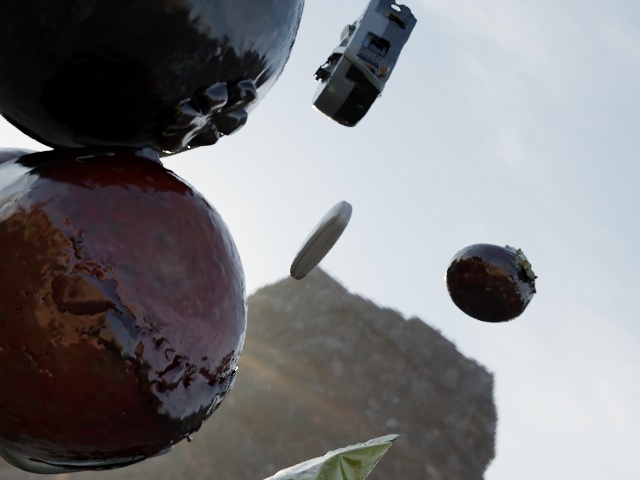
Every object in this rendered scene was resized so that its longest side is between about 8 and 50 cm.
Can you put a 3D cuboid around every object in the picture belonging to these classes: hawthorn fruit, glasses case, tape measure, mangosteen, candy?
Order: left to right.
[{"bbox_3d":[-0.209,0.050,0.911,0.316,0.316,0.316,35,-20,14],"label":"hawthorn fruit"},{"bbox_3d":[-0.220,-0.291,1.049,0.435,0.382,0.382,57,-15,14],"label":"mangosteen"},{"bbox_3d":[-0.024,0.324,1.278,0.187,0.297,0.081,-26,-87,29],"label":"candy"},{"bbox_3d":[0.000,0.000,1.667,0.041,0.063,0.164,32,-62,-12],"label":"glasses case"},{"bbox_3d":[0.058,-0.272,1.577,0.107,0.181,0.182,31,-23,-9],"label":"tape measure"}]

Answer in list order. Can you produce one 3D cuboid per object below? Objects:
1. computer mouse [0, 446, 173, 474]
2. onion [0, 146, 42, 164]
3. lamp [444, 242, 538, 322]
[{"bbox_3d":[-0.394,0.321,1.684,0.331,0.095,0.197,-2,27,-42],"label":"computer mouse"},{"bbox_3d":[-0.501,-0.007,1.528,0.232,0.314,0.314,35,-19,24],"label":"onion"},{"bbox_3d":[0.298,0.067,1.740,0.157,0.135,0.156,21,-39,10],"label":"lamp"}]
